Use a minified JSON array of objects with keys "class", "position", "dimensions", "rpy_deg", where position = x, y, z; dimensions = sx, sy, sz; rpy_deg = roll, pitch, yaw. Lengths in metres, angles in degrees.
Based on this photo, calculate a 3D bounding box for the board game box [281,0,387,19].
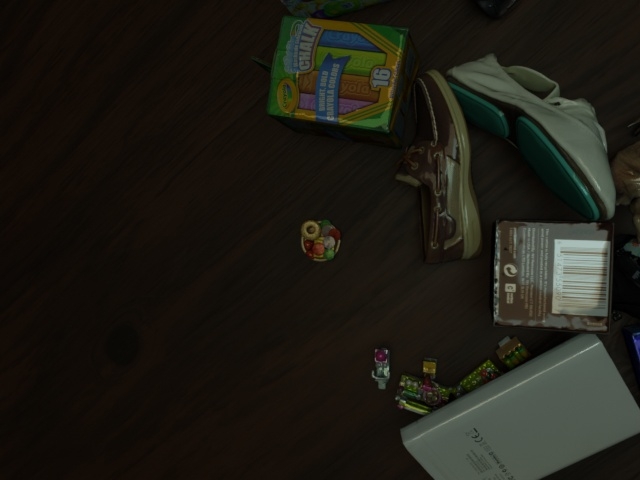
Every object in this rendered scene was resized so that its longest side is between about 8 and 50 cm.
[{"class":"board game box","position":[0.064,-0.517,1.029],"dimensions":[0.275,0.142,0.145],"rpy_deg":[-12,88,15]}]

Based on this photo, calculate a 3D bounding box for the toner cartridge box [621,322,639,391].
[{"class":"toner cartridge box","position":[0.633,0.297,0.923],"dimensions":[0.165,0.075,0.348],"rpy_deg":[-15,87,14]}]

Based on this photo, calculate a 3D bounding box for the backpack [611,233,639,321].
[{"class":"backpack","position":[0.546,0.068,0.886],"dimensions":[0.182,0.115,0.152],"rpy_deg":[24,143,46]}]

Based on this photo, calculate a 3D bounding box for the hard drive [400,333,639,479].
[{"class":"hard drive","position":[0.345,0.318,0.961],"dimensions":[0.352,0.047,0.233],"rpy_deg":[-32,116,14]}]

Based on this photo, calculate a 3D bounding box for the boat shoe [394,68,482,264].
[{"class":"boat shoe","position":[0.192,-0.126,1.001],"dimensions":[0.123,0.123,0.343],"rpy_deg":[-11,95,-4]}]

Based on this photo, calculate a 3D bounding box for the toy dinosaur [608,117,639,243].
[{"class":"toy dinosaur","position":[0.525,-0.125,0.880],"dimensions":[0.295,0.127,0.201],"rpy_deg":[-21,70,-12]}]

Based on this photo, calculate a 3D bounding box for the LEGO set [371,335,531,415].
[{"class":"LEGO set","position":[0.233,0.253,1.014],"dimensions":[0.286,0.107,0.132],"rpy_deg":[-7,89,16]}]

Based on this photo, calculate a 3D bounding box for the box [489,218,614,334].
[{"class":"box","position":[0.366,0.051,0.925],"dimensions":[0.166,0.203,0.169],"rpy_deg":[1,91,15]}]

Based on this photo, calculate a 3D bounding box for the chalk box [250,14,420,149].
[{"class":"chalk box","position":[0.015,-0.286,1.030],"dimensions":[0.288,0.180,0.179],"rpy_deg":[11,94,16]}]

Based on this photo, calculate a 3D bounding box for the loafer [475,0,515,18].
[{"class":"loafer","position":[0.369,-0.532,0.987],"dimensions":[0.303,0.095,0.109],"rpy_deg":[-52,48,6]}]

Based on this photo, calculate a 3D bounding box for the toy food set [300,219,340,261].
[{"class":"toy food set","position":[0.000,0.000,1.119],"dimensions":[0.082,0.020,0.084],"rpy_deg":[3,91,15]}]

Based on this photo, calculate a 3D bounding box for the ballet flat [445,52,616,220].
[{"class":"ballet flat","position":[0.347,-0.194,0.897],"dimensions":[0.139,0.139,0.400],"rpy_deg":[-44,47,12]}]
